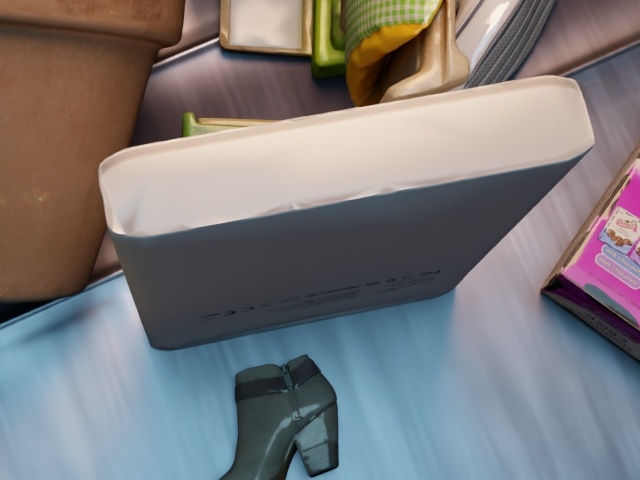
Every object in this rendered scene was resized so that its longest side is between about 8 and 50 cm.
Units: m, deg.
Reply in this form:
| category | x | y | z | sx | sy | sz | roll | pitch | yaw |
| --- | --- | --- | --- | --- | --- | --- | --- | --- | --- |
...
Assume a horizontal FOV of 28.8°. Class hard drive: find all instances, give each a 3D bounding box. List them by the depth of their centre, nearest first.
| category | x | y | z | sx | sy | sz | roll | pitch | yaw |
| --- | --- | --- | --- | --- | --- | --- | --- | --- | --- |
| hard drive | 0.000 | 0.000 | 0.747 | 0.233 | 0.353 | 0.047 | -11 | 78 | -7 |

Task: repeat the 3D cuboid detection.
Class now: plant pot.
| category | x | y | z | sx | sy | sz | roll | pitch | yaw |
| --- | --- | --- | --- | --- | --- | --- | --- | --- | --- |
| plant pot | -0.220 | -0.080 | 0.822 | 0.263 | 0.263 | 0.229 | 2 | 94 | -4 |

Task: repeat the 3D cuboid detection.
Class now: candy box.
| category | x | y | z | sx | sy | sz | roll | pitch | yaw |
| --- | --- | --- | --- | --- | --- | --- | --- | --- | --- |
| candy box | 0.294 | -0.015 | 0.921 | 0.159 | 0.071 | 0.233 | 36 | 78 | 4 |

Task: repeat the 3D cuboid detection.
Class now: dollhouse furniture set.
| category | x | y | z | sx | sy | sz | roll | pitch | yaw |
| --- | --- | --- | --- | --- | --- | --- | --- | --- | --- |
| dollhouse furniture set | -0.009 | -0.150 | 0.807 | 0.151 | 0.301 | 0.198 | 3 | 80 | -7 |

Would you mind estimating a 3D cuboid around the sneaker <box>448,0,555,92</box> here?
| category | x | y | z | sx | sy | sz | roll | pitch | yaw |
| --- | --- | --- | --- | --- | --- | --- | --- | --- | --- |
| sneaker | 0.136 | -0.213 | 0.954 | 0.091 | 0.094 | 0.258 | 24 | 71 | 20 |

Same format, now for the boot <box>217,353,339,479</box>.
| category | x | y | z | sx | sy | sz | roll | pitch | yaw |
| --- | --- | --- | --- | --- | --- | --- | --- | --- | --- |
| boot | -0.043 | 0.133 | 0.879 | 0.118 | 0.042 | 0.087 | -17 | 73 | -10 |
